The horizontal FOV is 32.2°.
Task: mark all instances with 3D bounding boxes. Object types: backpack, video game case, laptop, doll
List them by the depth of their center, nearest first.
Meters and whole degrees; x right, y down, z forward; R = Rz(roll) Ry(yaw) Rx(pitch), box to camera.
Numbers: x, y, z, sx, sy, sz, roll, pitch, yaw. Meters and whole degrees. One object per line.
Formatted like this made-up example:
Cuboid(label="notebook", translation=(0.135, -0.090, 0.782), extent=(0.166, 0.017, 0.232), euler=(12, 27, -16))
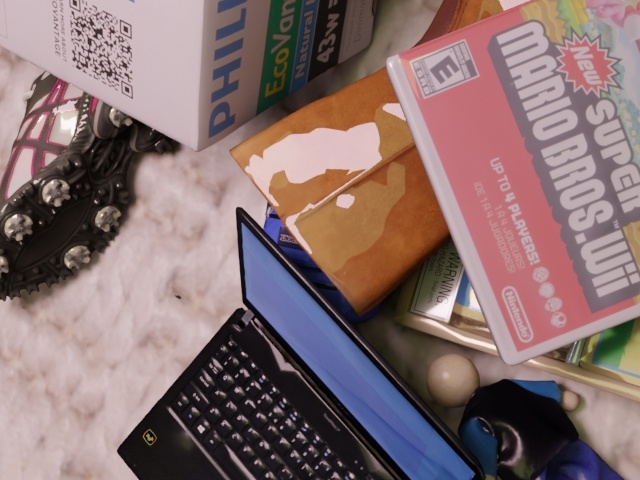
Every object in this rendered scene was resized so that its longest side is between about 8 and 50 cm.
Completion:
Cuboid(label="video game case", translation=(0.208, -0.068, 0.676), extent=(0.285, 0.025, 0.204), euler=(-22, 93, 1))
Cuboid(label="doll", translation=(0.144, 0.146, 0.743), extent=(0.189, 0.129, 0.046), euler=(45, 138, 16))
Cuboid(label="laptop", translation=(-0.033, 0.153, 0.775), extent=(0.234, 0.136, 0.264), euler=(47, 107, 19))
Cuboid(label="backpack", translation=(0.000, 0.000, 0.823), extent=(0.098, 0.101, 0.120), euler=(11, 90, 31))

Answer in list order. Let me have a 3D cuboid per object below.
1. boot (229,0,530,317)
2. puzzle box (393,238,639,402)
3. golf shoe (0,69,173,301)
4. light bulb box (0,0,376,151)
Cuboid(label="boot", translation=(0.062, -0.128, 0.759), extent=(0.280, 0.096, 0.264), euler=(-34, 84, 8))
Cuboid(label="puzzle box", translation=(0.236, -0.093, 0.765), extent=(0.272, 0.052, 0.408), euler=(16, 88, 23))
Cuboid(label="golf shoe", translation=(-0.212, -0.071, 0.933), extent=(0.273, 0.105, 0.120), euler=(-50, 53, 2))
Cuboid(label="light bulb box", translation=(-0.142, -0.315, 0.772), extent=(0.361, 0.225, 0.357), euler=(29, 133, 23))
